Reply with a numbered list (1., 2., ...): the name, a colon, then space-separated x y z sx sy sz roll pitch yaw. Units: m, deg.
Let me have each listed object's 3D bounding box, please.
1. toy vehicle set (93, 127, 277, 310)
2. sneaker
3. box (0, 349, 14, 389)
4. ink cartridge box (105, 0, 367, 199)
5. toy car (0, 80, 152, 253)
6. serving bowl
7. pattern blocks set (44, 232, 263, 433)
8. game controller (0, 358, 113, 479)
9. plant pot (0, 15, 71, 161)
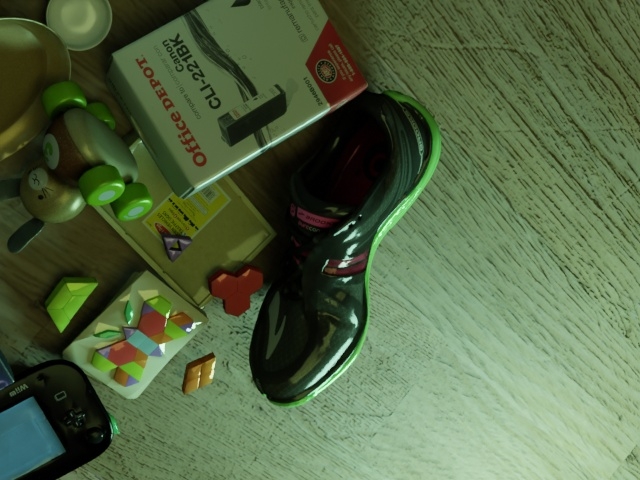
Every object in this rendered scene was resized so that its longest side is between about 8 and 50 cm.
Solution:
1. toy vehicle set: -0.196 -0.041 1.441 0.166 0.035 0.267 -44 126 -8
2. sneaker: 0.000 0.000 1.474 0.202 0.185 0.483 24 87 -55
3. box: -0.516 0.152 1.287 0.207 0.108 0.153 -32 123 -15
4. ink cartridge box: -0.111 -0.206 1.328 0.272 0.114 0.197 -33 94 -15
5. toy car: -0.332 -0.074 1.281 0.188 0.155 0.149 -31 160 8
6. serving bowl: -0.302 -0.279 1.279 0.083 0.027 0.083 -12 116 -26
7. pattern blocks set: -0.256 0.135 1.457 0.285 0.026 0.325 25 104 -33
8. game controller: -0.447 0.284 1.394 0.319 0.067 0.167 -28 124 -11
9. plant pot: -0.403 -0.172 1.204 0.236 0.032 0.236 -35 156 -18
